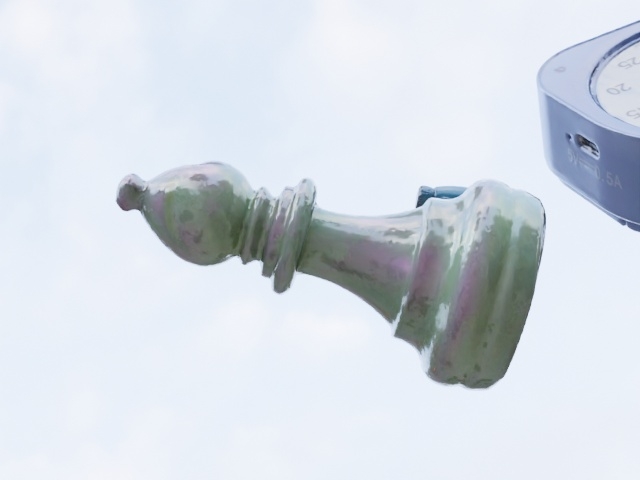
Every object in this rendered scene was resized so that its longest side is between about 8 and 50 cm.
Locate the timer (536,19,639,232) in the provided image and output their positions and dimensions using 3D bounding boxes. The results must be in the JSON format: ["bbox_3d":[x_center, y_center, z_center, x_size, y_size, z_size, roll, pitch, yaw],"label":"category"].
[{"bbox_3d":[0.456,-0.149,1.598,0.395,0.395,0.173,-7,-60,7],"label":"timer"}]

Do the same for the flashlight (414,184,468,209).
[{"bbox_3d":[0.158,-0.029,1.478,0.129,0.051,0.051,11,-44,-4],"label":"flashlight"}]

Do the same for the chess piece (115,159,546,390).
[{"bbox_3d":[0.000,0.000,0.954,0.272,0.139,0.139,16,-44,0],"label":"chess piece"}]
